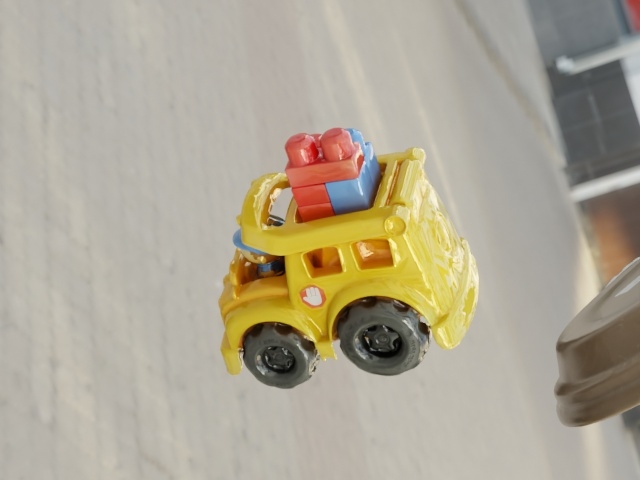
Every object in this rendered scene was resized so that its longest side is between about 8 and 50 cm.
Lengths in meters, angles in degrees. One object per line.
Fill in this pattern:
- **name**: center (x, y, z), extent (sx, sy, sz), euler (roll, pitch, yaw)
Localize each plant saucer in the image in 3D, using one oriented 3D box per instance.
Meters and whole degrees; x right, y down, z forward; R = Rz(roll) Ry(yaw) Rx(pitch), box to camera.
- **plant saucer**: center (0.227, -0.001, 0.764), extent (0.041, 0.278, 0.278), euler (51, 15, 3)

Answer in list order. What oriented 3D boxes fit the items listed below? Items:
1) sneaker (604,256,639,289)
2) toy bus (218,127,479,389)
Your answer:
- **sneaker**: center (0.261, 0.024, 0.931), extent (0.075, 0.170, 0.063), euler (113, -39, -83)
- **toy bus**: center (0.000, 0.000, 1.224), extent (0.149, 0.220, 0.211), euler (-72, 145, -52)
